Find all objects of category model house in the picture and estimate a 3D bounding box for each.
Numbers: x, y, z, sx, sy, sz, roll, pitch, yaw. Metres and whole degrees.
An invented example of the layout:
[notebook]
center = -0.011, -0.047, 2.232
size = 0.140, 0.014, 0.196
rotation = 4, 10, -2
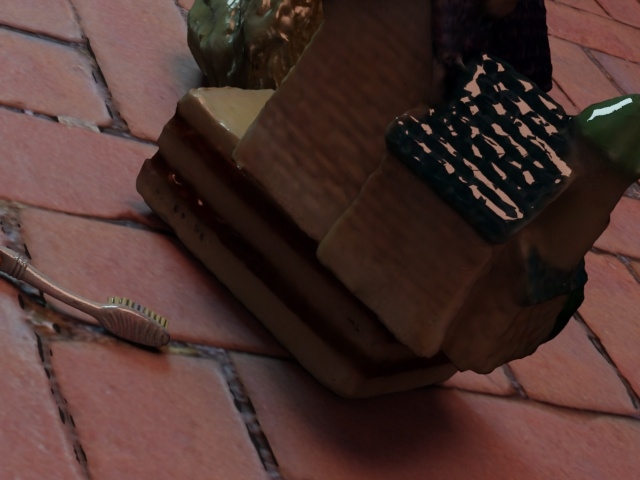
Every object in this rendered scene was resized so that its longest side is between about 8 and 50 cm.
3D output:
[model house]
center = 0.127, -0.090, 1.303
size = 0.298, 0.284, 0.243
rotation = 44, 33, 22

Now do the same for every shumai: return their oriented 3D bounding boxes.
[shumai]
center = -0.028, -0.187, 1.751
size = 0.309, 0.304, 0.263
rotation = 14, -5, -43

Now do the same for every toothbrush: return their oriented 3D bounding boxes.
[toothbrush]
center = -0.292, 0.001, 1.281
size = 0.375, 0.028, 0.037
rotation = 25, 21, -10

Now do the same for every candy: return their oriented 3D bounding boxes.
[candy]
center = 0.000, 0.000, 1.461
size = 0.320, 0.135, 0.179
rotation = 45, 30, 24
